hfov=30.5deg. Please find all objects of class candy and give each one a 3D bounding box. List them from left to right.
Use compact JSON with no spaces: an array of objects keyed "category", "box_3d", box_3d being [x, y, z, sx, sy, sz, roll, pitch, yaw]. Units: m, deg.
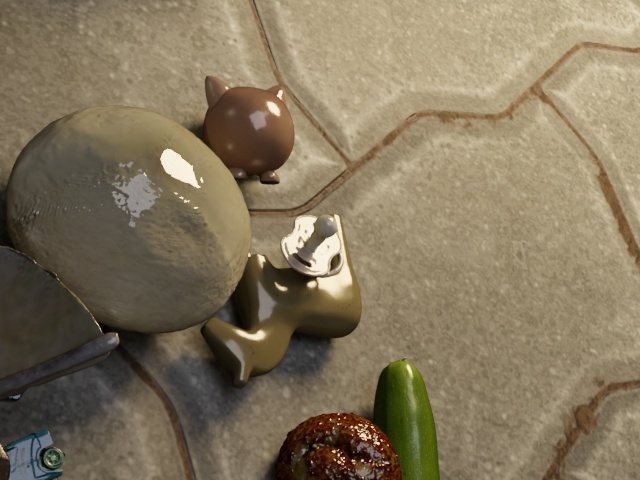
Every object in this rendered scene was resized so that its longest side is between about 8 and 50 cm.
[{"category":"candy","box_3d":[-0.204,-0.030,1.301,0.295,0.185,0.295,21,47,-24]}]

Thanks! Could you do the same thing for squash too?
[{"category":"squash","box_3d":[0.102,0.282,1.406,0.082,0.082,0.292,20,52,-26]}]

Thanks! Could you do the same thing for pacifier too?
[{"category":"pacifier","box_3d":[0.000,0.000,1.426,0.081,0.078,0.099,33,42,-1]}]

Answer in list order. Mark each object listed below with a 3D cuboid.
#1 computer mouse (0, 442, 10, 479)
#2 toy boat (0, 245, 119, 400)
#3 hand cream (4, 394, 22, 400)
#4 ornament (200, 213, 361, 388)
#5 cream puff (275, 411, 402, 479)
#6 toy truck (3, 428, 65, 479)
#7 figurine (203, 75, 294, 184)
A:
[{"category":"computer mouse","box_3d":[-0.358,0.205,1.099,0.172,0.057,0.099,22,70,21]},{"category":"toy boat","box_3d":[-0.384,0.097,1.080,0.293,0.111,0.276,-37,71,-23]},{"category":"hand cream","box_3d":[-0.392,0.085,1.191,0.224,0.048,0.083,32,49,-26]},{"category":"ornament","box_3d":[-0.050,0.071,1.437,0.230,0.061,0.245,8,55,-33]},{"category":"cream puff","box_3d":[0.020,0.258,1.332,0.149,0.084,0.149,2,49,-2]},{"category":"toy truck","box_3d":[-0.274,0.278,1.142,0.081,0.067,0.175,-17,78,-36]},{"category":"figurine","box_3d":[-0.094,-0.140,1.505,0.125,0.125,0.138,2,78,-37]}]
